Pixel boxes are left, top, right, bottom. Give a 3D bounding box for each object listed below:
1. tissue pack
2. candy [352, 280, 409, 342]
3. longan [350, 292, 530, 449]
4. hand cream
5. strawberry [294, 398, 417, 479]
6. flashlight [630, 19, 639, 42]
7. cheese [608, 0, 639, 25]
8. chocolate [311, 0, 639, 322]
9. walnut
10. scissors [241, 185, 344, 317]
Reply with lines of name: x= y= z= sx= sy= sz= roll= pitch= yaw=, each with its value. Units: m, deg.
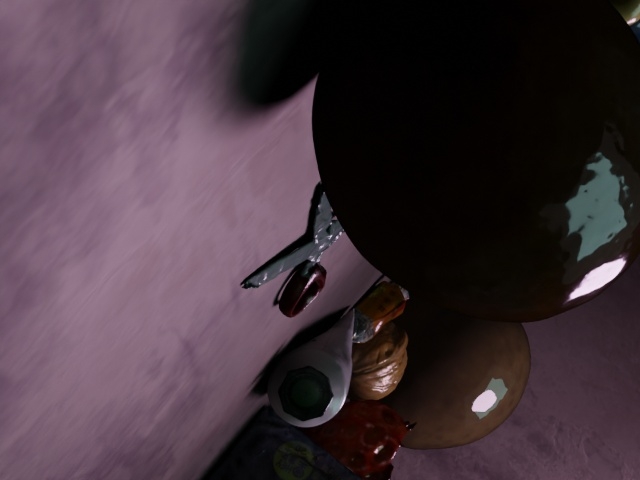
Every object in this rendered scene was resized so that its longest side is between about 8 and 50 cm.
tissue pack: x=-0.066 y=0.323 z=1.627 sx=0.235 sy=0.173 sz=0.073 roll=-50 pitch=167 yaw=-8
candy: x=0.069 y=0.085 z=1.789 sx=0.182 sy=0.046 sz=0.053 roll=-42 pitch=167 yaw=-44
longan: x=0.166 y=0.175 z=2.079 sx=0.258 sy=0.258 sz=0.258 roll=-50 pitch=173 yaw=-8
hand cream: x=-0.006 y=0.135 z=1.550 sx=0.121 sy=0.076 sz=0.336 roll=-50 pitch=180 yaw=4
strawberry: x=-0.025 y=0.289 z=1.798 sx=0.253 sy=0.150 sz=0.280 roll=-53 pitch=180 yaw=-15
flashlight: x=0.208 y=-0.175 z=0.998 sx=0.424 sy=0.103 sz=0.103 roll=-45 pitch=172 yaw=-7
cheese: x=0.191 y=-0.220 z=0.914 sx=0.036 sy=0.086 sz=0.162 roll=-49 pitch=163 yaw=-80
chocolate: x=0.070 y=-0.050 z=0.645 sx=0.176 sy=0.177 sz=0.177 roll=-50 pitch=173 yaw=-8
walnut: x=0.060 y=0.144 z=1.838 sx=0.105 sy=0.105 sz=0.124 roll=-56 pitch=175 yaw=34
scissors: x=0.000 y=0.000 z=1.035 sx=0.144 sy=0.017 sz=0.248 roll=-52 pitch=172 yaw=6
